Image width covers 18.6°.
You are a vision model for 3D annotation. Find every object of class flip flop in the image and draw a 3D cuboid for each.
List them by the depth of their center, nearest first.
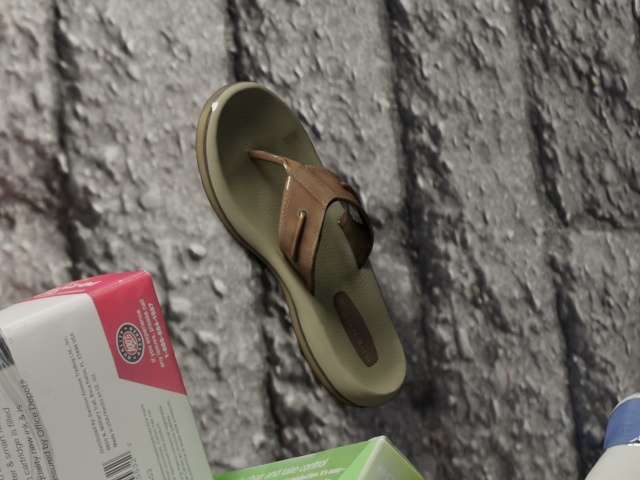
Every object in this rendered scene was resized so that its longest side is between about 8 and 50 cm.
[{"bbox_3d":[0.000,0.000,1.500,0.112,0.080,0.277,-31,98,-41],"label":"flip flop"}]

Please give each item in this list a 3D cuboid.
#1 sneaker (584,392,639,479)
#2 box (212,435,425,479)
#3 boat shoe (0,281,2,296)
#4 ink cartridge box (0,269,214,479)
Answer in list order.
[{"bbox_3d":[0.303,0.304,1.646,0.182,0.127,0.315,-41,97,-36],"label":"sneaker"},{"bbox_3d":[-0.083,0.276,1.243,0.058,0.232,0.322,45,53,-22],"label":"box"},{"bbox_3d":[-0.269,0.046,1.287,0.125,0.038,0.046,-30,139,-36],"label":"boat shoe"},{"bbox_3d":[-0.200,0.138,1.262,0.237,0.100,0.172,-23,100,-42],"label":"ink cartridge box"}]
